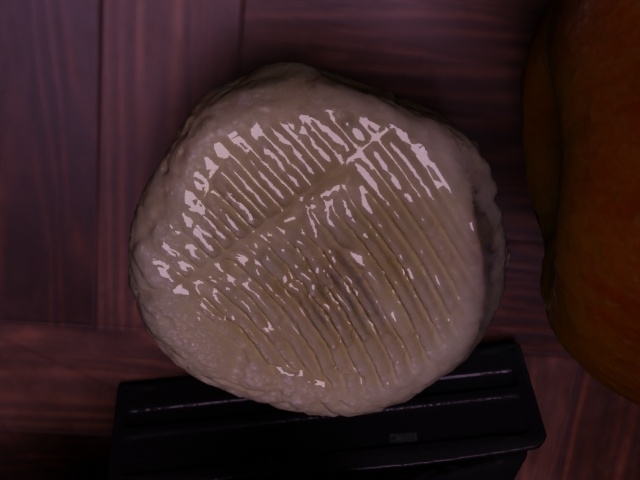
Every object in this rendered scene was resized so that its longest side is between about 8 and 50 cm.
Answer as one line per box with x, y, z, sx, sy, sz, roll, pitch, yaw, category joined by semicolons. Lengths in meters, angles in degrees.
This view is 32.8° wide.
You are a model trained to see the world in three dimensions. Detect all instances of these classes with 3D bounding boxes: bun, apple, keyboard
0.000;0.000;0.637;0.221;0.134;0.220;0;119;1;bun
0.223;-0.043;0.538;0.302;0.301;0.301;-1;113;-3;apple
0.055;0.103;0.702;0.381;0.103;0.041;-11;128;4;keyboard

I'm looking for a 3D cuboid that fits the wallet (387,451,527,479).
-0.008;0.242;0.693;0.323;0.041;0.247;2;124;-51;wallet
